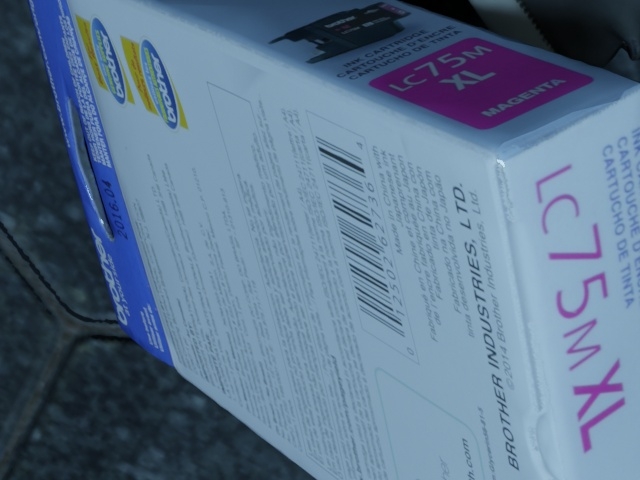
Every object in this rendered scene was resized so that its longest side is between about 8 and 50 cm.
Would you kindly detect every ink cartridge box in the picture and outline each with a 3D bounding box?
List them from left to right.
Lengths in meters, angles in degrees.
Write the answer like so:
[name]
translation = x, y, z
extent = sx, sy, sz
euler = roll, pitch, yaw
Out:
[ink cartridge box]
translation = 0.000, 0.000, 0.592
extent = 0.311, 0.065, 0.186
euler = 27, 138, 50

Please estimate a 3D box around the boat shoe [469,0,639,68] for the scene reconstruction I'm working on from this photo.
[boat shoe]
translation = 0.020, -0.194, 0.517
extent = 0.095, 0.112, 0.335
euler = -34, 114, 12
